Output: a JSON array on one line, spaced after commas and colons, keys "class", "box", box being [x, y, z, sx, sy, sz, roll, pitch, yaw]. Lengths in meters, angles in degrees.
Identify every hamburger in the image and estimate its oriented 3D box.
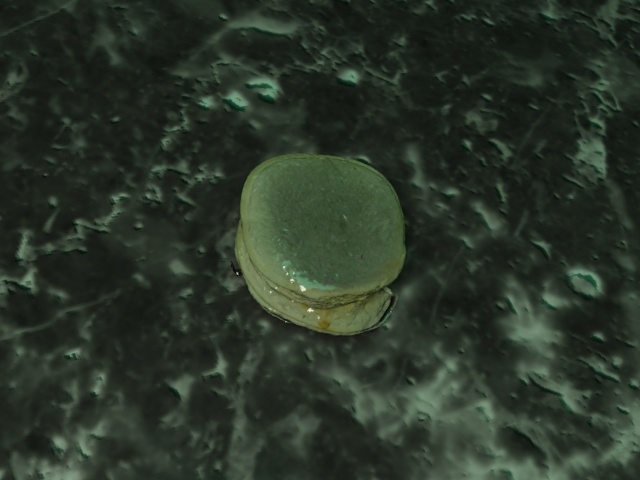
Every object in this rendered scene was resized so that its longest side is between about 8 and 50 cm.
[{"class": "hamburger", "box": [0.000, 0.000, 0.872, 0.133, 0.062, 0.140, 2, 56, -16]}]
